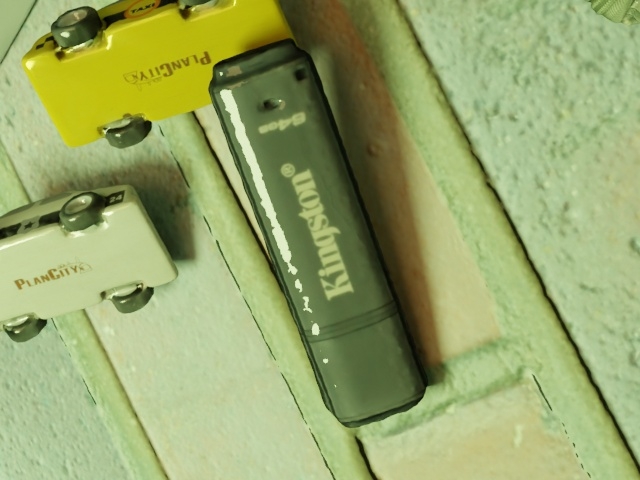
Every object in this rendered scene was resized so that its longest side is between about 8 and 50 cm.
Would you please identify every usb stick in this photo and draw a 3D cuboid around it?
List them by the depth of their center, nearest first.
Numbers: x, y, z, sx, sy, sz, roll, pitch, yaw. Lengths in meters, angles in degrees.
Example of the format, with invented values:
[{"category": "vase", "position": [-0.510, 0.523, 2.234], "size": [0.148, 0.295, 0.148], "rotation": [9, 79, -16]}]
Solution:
[{"category": "usb stick", "position": [0.000, 0.000, 0.919], "size": [0.077, 0.045, 0.278], "rotation": [-17, 105, 11]}]

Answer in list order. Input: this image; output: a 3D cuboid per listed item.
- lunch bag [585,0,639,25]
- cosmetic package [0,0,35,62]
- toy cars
[{"category": "lunch bag", "position": [0.260, -0.222, 0.651], "size": [0.256, 0.212, 0.305], "rotation": [35, 120, 0]}, {"category": "cosmetic package", "position": [-0.298, -0.305, 0.979], "size": [0.230, 0.161, 0.453], "rotation": [46, 121, 13]}, {"category": "toy cars", "position": [-0.159, -0.067, 1.000], "size": [0.177, 0.087, 0.393], "rotation": [24, 122, -17]}]
